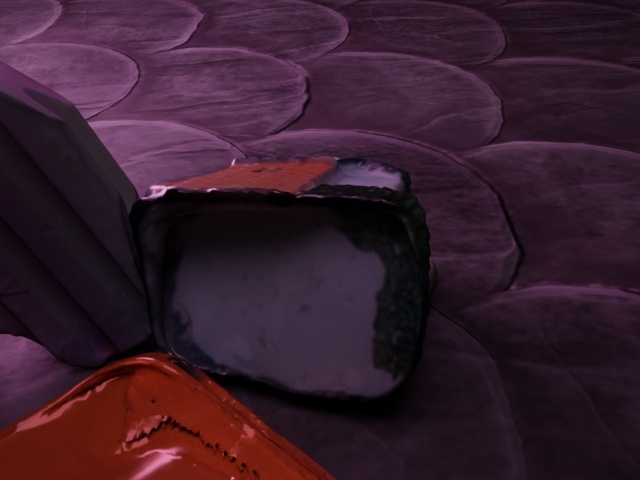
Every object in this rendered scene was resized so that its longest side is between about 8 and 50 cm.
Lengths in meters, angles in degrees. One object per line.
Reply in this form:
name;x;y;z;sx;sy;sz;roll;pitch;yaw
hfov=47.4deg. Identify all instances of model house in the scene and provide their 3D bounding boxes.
model house;0.000;0.000;0.718;0.253;0.185;0.291;2;21;18

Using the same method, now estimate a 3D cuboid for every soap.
soap;-0.275;-0.029;0.645;0.192;0.324;0.109;-30;29;3

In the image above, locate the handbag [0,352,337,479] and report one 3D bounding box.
handbag;-0.089;0.249;0.388;0.303;0.116;0.410;-31;43;-33
